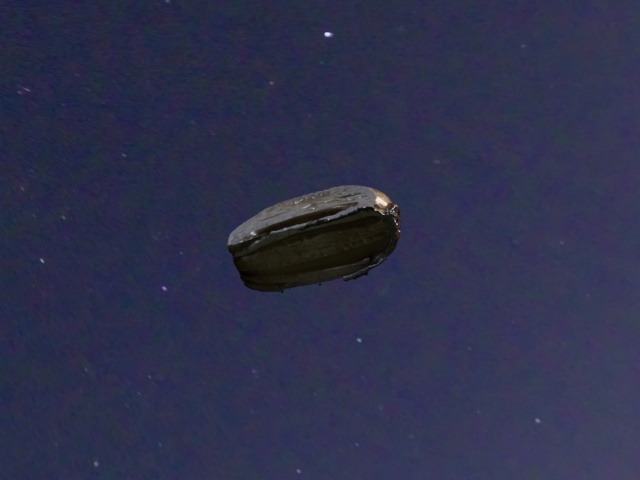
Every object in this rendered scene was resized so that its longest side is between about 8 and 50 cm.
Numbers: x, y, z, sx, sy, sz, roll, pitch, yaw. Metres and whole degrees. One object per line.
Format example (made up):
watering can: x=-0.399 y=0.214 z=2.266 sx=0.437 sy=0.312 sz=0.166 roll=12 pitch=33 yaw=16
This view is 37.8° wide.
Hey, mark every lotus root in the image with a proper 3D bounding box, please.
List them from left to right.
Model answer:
lotus root: x=0.000 y=-0.002 z=0.432 sx=0.083 sy=0.030 sz=0.037 roll=-14 pitch=-55 yaw=21
